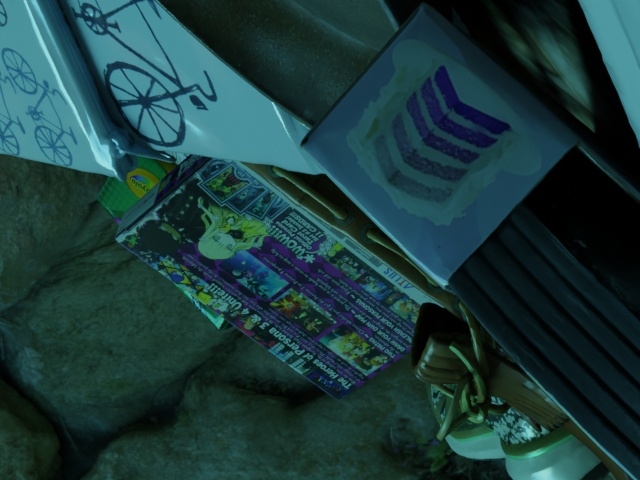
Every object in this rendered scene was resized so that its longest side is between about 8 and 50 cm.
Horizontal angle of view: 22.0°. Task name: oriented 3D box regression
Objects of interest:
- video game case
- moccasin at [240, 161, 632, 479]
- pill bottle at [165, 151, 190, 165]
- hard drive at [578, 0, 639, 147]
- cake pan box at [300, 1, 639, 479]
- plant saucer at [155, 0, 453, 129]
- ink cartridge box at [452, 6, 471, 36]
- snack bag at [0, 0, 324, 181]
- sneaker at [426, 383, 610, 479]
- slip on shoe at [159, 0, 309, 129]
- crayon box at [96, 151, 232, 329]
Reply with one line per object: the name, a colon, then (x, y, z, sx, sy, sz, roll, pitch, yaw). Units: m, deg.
video game case: (0.000, 0.000, 1.233, 0.232, 0.210, 0.042, 37, -145, -20)
moccasin: (0.102, 0.050, 1.100, 0.380, 0.147, 0.139, 46, 179, -11)
pill bottle: (-0.069, -0.122, 1.342, 0.265, 0.153, 0.153, 46, 179, 24)
hard drive: (0.178, 0.039, 0.330, 0.319, 0.040, 0.210, 46, 180, 30)
cake pan box: (0.134, 0.043, 0.567, 0.246, 0.070, 0.267, 44, -171, 20)
plant saucer: (-0.054, -0.153, 0.637, 0.310, 0.050, 0.310, 44, 170, 10)
ink cartridge box: (0.032, -0.117, 0.743, 0.179, 0.045, 0.145, 34, 171, 38)
snack bag: (-0.168, -0.160, 0.926, 0.342, 0.037, 0.323, 11, 139, 37)
sneaker: (0.167, 0.099, 1.490, 0.182, 0.158, 0.410, 57, 171, -9)
slip on shoe: (-0.016, -0.098, 0.802, 0.135, 0.051, 0.041, 33, -146, 3)
crayon box: (-0.044, -0.041, 1.479, 0.165, 0.081, 0.278, 46, -144, 15)
